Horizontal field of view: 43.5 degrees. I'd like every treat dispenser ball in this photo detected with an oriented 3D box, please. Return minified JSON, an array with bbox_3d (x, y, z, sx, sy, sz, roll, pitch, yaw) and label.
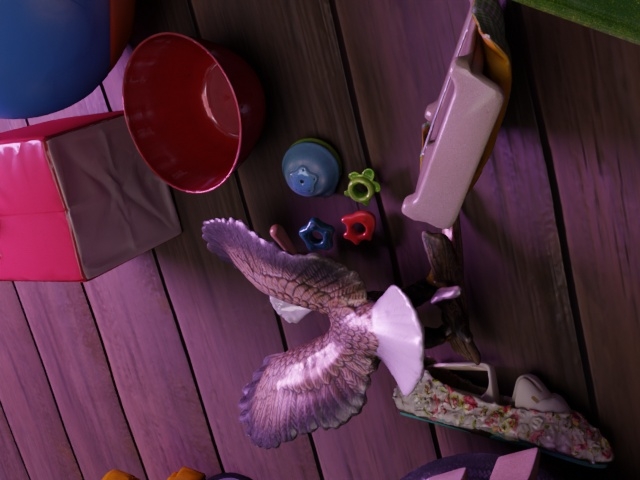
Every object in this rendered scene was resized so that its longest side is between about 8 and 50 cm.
[{"bbox_3d":[-0.358,-0.283,0.914,0.288,0.288,0.288,16,119,32],"label":"treat dispenser ball"}]

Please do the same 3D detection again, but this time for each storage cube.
[{"bbox_3d":[-0.330,-0.060,1.047,0.193,0.215,0.183,-1,108,32],"label":"storage cube"}]

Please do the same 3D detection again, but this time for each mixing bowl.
[{"bbox_3d":[-0.129,-0.153,0.921,0.181,0.098,0.181,16,118,32],"label":"mixing bowl"}]

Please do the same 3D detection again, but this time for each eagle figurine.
[{"bbox_3d":[0.011,0.086,0.845,0.298,0.226,0.225,-8,141,14],"label":"eagle figurine"}]

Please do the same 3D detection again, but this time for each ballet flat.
[{"bbox_3d":[0.185,0.170,0.840,0.241,0.091,0.077,9,90,30],"label":"ballet flat"}]

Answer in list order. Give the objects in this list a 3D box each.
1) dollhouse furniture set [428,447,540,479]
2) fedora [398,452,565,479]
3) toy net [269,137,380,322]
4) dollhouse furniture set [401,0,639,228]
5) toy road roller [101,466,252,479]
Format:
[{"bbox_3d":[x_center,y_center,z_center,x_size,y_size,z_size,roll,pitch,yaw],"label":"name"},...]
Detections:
[{"bbox_3d":[0.216,0.317,0.655,0.259,0.135,0.262,-25,92,30],"label":"dollhouse furniture set"},{"bbox_3d":[0.215,0.351,0.833,0.334,0.152,0.334,8,108,25],"label":"fedora"},{"bbox_3d":[0.000,0.000,0.933,0.122,0.045,0.232,16,124,9],"label":"toy net"},{"bbox_3d":[0.185,-0.155,0.641,0.151,0.197,0.301,17,129,2],"label":"dollhouse furniture set"},{"bbox_3d":[-0.241,0.472,1.141,0.241,0.329,0.202,18,123,5],"label":"toy road roller"}]
